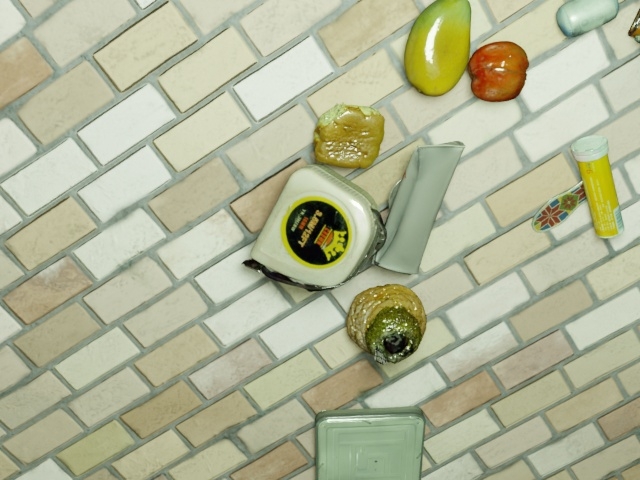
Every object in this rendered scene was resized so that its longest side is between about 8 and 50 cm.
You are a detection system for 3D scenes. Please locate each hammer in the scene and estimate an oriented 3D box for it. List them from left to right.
[{"bbox_3d":[0.488,-0.492,1.491,0.116,0.069,0.194,-23,110,8],"label":"hammer"}]

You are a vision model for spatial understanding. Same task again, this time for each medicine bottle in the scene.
[{"bbox_3d":[0.591,-0.110,1.667,0.073,0.074,0.218,-21,115,5],"label":"medicine bottle"}]

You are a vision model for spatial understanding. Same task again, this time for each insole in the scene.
[{"bbox_3d":[0.543,-0.084,1.718,0.193,0.006,0.065,-37,113,13],"label":"insole"}]

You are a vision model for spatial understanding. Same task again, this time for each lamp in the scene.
[{"bbox_3d":[0.121,0.533,1.956,0.269,0.047,0.267,-2,117,-3],"label":"lamp"}]

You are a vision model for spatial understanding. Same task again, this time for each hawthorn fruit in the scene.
[{"bbox_3d":[0.345,-0.327,1.532,0.128,0.128,0.128,-2,115,-3],"label":"hawthorn fruit"}]

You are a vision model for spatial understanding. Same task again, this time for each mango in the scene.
[{"bbox_3d":[0.230,-0.374,1.511,0.130,0.092,0.195,21,107,-12],"label":"mango"}]

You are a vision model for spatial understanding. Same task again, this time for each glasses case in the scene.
[{"bbox_3d":[0.193,-0.075,1.639,0.128,0.083,0.308,2,118,-34],"label":"glasses case"}]

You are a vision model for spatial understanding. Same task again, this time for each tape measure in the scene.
[{"bbox_3d":[0.000,0.000,1.633,0.231,0.133,0.271,34,109,8],"label":"tape measure"}]

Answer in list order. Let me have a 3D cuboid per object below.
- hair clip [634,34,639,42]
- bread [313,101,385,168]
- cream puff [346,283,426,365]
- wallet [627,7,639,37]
[{"bbox_3d":[0.719,-0.373,1.529,0.229,0.066,0.036,4,103,-4],"label":"hair clip"},{"bbox_3d":[0.058,-0.213,1.587,0.140,0.069,0.128,6,114,-8],"label":"bread"},{"bbox_3d":[0.152,0.204,1.736,0.183,0.169,0.183,-2,116,-5],"label":"cream puff"},{"bbox_3d":[0.717,-0.467,1.534,0.160,0.042,0.196,18,117,-5],"label":"wallet"}]
